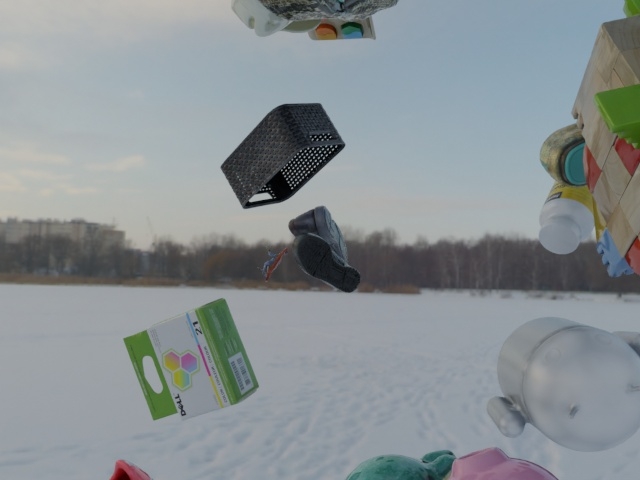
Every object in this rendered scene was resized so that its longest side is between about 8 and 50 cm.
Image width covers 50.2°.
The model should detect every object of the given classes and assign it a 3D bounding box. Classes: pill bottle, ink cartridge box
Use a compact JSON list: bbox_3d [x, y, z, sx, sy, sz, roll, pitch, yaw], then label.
[{"bbox_3d":[0.489,-0.059,1.333,0.103,0.103,0.184,-2,37,39],"label":"pill bottle"},{"bbox_3d":[-0.272,0.243,1.296,0.255,0.188,0.097,-22,-2,21],"label":"ink cartridge box"}]

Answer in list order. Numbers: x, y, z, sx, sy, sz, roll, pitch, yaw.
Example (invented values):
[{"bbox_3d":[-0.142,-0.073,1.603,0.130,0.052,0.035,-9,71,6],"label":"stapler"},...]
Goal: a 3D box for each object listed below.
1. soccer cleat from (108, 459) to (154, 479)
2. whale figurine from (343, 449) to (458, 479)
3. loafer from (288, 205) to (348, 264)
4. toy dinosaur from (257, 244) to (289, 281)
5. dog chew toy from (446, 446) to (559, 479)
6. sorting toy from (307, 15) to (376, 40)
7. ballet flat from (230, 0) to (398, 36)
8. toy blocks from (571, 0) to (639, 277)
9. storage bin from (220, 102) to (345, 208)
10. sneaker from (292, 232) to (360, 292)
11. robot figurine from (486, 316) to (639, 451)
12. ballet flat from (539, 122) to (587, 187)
[{"bbox_3d":[-0.242,0.331,0.657,0.083,0.095,0.248,9,43,29],"label":"soccer cleat"},{"bbox_3d":[0.117,0.374,1.017,0.216,0.141,0.272,-50,-14,22],"label":"whale figurine"},{"bbox_3d":[0.000,0.000,1.703,0.095,0.109,0.302,-11,-25,9],"label":"loafer"},{"bbox_3d":[-0.101,0.052,1.572,0.082,0.090,0.047,-34,-42,1],"label":"toy dinosaur"},{"bbox_3d":[0.188,0.342,0.567,0.207,0.331,0.206,-17,-17,-5],"label":"dog chew toy"},{"bbox_3d":[0.044,-0.620,1.920,0.209,0.038,0.193,6,-19,14],"label":"sorting toy"},{"bbox_3d":[-0.024,-0.374,1.005,0.182,0.164,0.483,-32,-1,28],"label":"ballet flat"},{"bbox_3d":[0.389,-0.061,0.776,0.191,0.381,0.260,-12,-33,-2],"label":"toy blocks"},{"bbox_3d":[-0.063,-0.138,1.122,0.122,0.084,0.180,-15,-20,-50],"label":"storage bin"},{"bbox_3d":[-0.004,0.029,0.977,0.089,0.051,0.170,29,-7,47],"label":"sneaker"},{"bbox_3d":[0.427,0.239,1.174,0.300,0.199,0.353,-33,-1,1],"label":"robot figurine"},{"bbox_3d":[0.528,-0.177,1.133,0.349,0.123,0.123,-16,-3,-5],"label":"ballet flat"}]
